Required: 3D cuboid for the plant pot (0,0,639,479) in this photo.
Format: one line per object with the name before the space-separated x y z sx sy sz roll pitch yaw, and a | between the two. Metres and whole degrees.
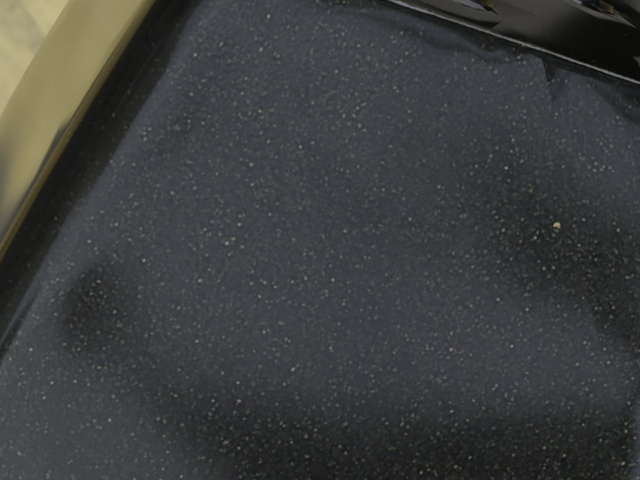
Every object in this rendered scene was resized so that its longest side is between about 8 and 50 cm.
plant pot | 0.000 0.000 0.491 0.188 0.187 0.167 17 111 -11
